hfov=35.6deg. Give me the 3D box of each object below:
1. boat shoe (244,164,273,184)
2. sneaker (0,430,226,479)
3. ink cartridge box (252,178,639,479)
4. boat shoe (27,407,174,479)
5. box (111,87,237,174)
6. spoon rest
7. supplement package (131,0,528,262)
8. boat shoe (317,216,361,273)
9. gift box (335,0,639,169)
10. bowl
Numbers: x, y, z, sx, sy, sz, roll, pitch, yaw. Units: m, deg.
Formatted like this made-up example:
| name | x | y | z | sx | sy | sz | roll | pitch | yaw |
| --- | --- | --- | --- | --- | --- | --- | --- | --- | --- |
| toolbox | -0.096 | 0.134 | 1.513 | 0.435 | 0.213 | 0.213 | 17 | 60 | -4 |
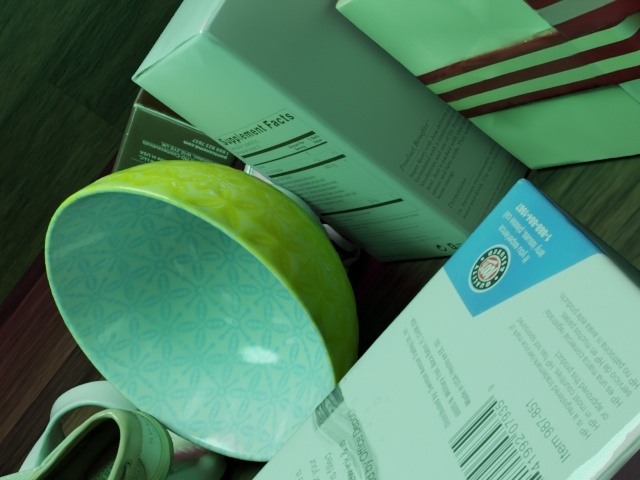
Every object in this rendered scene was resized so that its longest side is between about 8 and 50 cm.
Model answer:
| name | x | y | z | sx | sy | sz | roll | pitch | yaw |
| --- | --- | --- | --- | --- | --- | --- | --- | --- | --- |
| boat shoe | -0.028 | -0.113 | 1.127 | 0.114 | 0.091 | 0.302 | -8 | 78 | 22 |
| sneaker | -0.233 | 0.299 | 1.012 | 0.350 | 0.148 | 0.131 | -19 | 11 | 22 |
| ink cartridge box | 0.080 | 0.150 | 0.523 | 0.307 | 0.129 | 0.223 | -50 | 21 | 12 |
| boat shoe | -0.250 | 0.270 | 0.859 | 0.302 | 0.109 | 0.098 | -51 | -21 | -5 |
| box | -0.202 | -0.059 | 1.298 | 0.191 | 0.143 | 0.381 | -78 | 14 | -48 |
| spoon rest | -0.350 | 0.275 | 1.328 | 0.276 | 0.084 | 0.137 | -44 | 23 | 24 |
| supplement package | 0.025 | -0.134 | 0.851 | 0.177 | 0.293 | 0.175 | -60 | 22 | -17 |
| boat shoe | 0.000 | 0.000 | 0.996 | 0.088 | 0.096 | 0.267 | 25 | 79 | 49 |
| gift box | 0.177 | -0.208 | 0.680 | 0.258 | 0.276 | 0.255 | -3 | 60 | 63 |
| bowl | -0.077 | 0.035 | 0.873 | 0.289 | 0.289 | 0.156 | -31 | 14 | 46 |
